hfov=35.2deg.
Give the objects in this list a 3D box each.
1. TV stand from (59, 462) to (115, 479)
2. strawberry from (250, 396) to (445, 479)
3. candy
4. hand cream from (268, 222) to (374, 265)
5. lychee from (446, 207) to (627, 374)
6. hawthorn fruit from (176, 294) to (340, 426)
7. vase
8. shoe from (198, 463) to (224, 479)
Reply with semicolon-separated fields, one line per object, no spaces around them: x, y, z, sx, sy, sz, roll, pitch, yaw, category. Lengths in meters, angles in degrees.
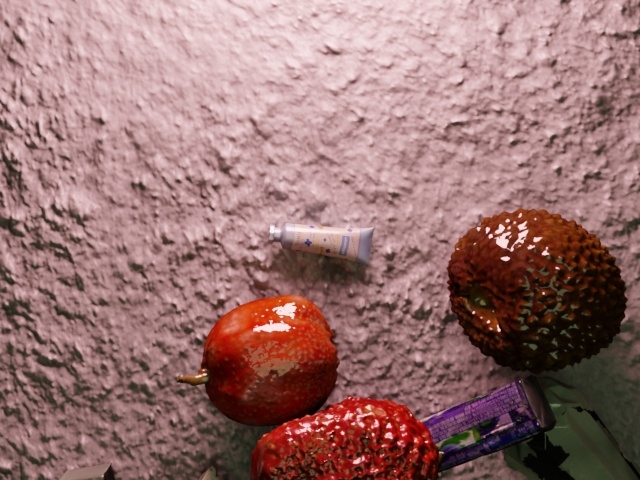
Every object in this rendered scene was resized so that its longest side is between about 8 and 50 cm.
-0.359;0.507;1.639;0.082;0.088;0.270;-10;94;-1;TV stand
0.044;0.367;1.513;0.261;0.257;0.261;0;89;26;strawberry
0.216;0.303;1.574;0.312;0.061;0.088;-30;74;34;candy
0.000;0.000;1.642;0.170;0.043;0.065;7;94;-6;hand cream
0.339;0.075;1.559;0.267;0.267;0.268;0;93;-1;lychee
-0.099;0.191;1.571;0.253;0.205;0.205;-8;93;-8;hawthorn fruit
0.442;0.385;1.620;0.165;0.165;0.360;-44;97;1;vase
-0.140;0.462;1.619;0.342;0.132;0.211;-11;93;0;shoe
